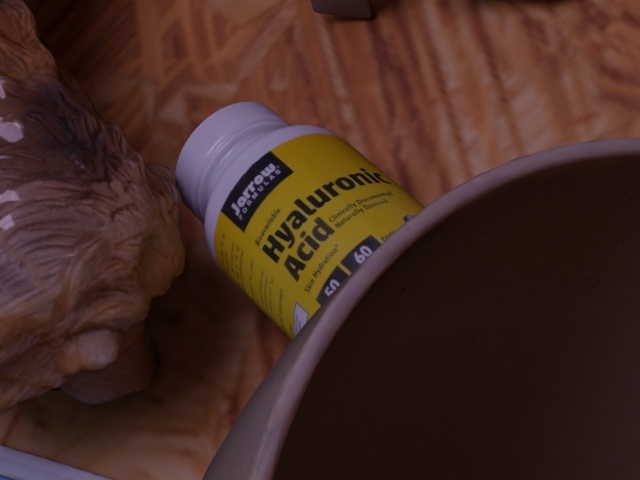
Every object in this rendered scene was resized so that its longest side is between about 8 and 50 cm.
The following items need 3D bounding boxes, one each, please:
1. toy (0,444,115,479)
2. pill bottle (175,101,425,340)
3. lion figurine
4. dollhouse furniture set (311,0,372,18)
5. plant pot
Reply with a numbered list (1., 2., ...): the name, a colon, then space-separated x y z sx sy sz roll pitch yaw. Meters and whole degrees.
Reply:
1. toy: -0.159 0.129 0.695 0.237 0.056 0.137 11 72 34
2. pill bottle: 0.000 0.000 0.665 0.065 0.065 0.116 -48 51 -1
3. lion figurine: -0.155 -0.109 0.758 0.240 0.142 0.392 -19 63 36
4. dollhouse furniture set: 0.034 -0.123 0.739 0.151 0.058 0.076 9 61 13
5. plant pot: 0.064 0.144 0.452 0.191 0.284 0.284 -41 42 50
